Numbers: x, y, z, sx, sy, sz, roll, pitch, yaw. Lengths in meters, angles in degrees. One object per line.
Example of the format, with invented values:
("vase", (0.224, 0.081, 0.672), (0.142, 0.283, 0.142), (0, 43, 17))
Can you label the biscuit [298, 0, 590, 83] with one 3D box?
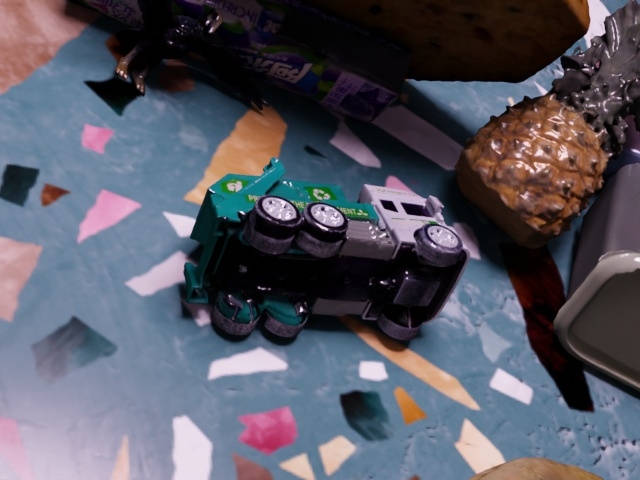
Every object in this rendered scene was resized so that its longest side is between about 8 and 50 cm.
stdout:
("biscuit", (0.054, -0.226, 1.005), (0.359, 0.359, 0.046), (20, 75, -13))

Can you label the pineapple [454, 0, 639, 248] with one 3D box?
("pineapple", (0.239, -0.111, 1.061), (0.128, 0.128, 0.248), (43, 82, 12))

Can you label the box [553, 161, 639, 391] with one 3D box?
("box", (0.355, 0.056, 1.048), (0.274, 0.138, 0.178), (27, 39, -6))

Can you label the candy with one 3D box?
("candy", (-0.072, -0.194, 1.054), (0.312, 0.088, 0.061), (20, 67, -12))

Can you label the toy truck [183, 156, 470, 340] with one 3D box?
("toy truck", (0.000, 0.000, 0.915), (0.216, 0.110, 0.116), (5, 38, -26))

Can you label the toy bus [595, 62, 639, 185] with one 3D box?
("toy bus", (0.423, -0.136, 1.185), (0.294, 0.231, 0.197), (23, 44, -10))

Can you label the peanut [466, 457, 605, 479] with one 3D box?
("peanut", (0.130, 0.215, 0.796), (0.236, 0.110, 0.120), (-5, 33, -41))

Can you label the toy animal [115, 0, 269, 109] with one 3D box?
("toy animal", (-0.129, -0.174, 1.000), (0.220, 0.108, 0.062), (42, 31, -38))
